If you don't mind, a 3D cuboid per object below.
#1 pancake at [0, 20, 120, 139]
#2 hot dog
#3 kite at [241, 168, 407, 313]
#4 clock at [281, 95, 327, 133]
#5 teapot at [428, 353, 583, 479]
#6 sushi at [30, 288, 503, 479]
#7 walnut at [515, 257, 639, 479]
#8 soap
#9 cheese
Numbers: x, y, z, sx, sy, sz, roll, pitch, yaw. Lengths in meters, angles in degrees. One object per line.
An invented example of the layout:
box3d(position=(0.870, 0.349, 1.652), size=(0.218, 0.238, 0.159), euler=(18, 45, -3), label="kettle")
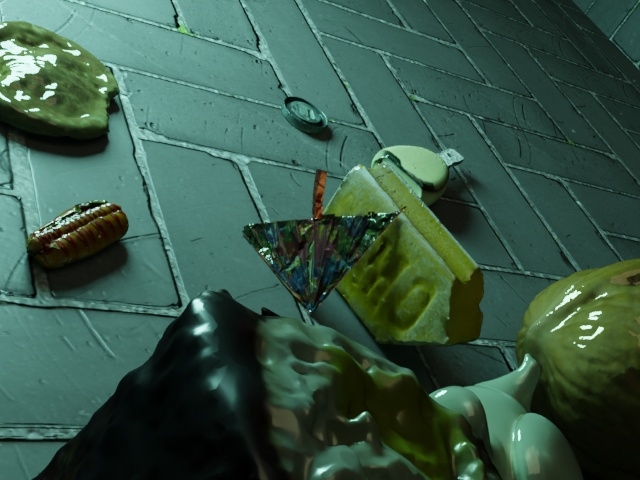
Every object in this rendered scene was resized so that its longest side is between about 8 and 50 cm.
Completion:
box3d(position=(-0.368, -0.217, 1.182), size=(0.222, 0.042, 0.236), euler=(35, 33, -5), label="pancake")
box3d(position=(-0.272, -0.010, 0.994), size=(0.062, 0.038, 0.144), euler=(41, 33, 11), label="hot dog")
box3d(position=(0.000, 0.000, 1.132), size=(0.009, 0.232, 0.189), euler=(23, 67, -64), label="kite")
box3d(position=(-0.028, -0.212, 1.499), size=(0.085, 0.017, 0.085), euler=(23, 33, -16), label="clock")
box3d(position=(0.162, 0.241, 0.861), size=(0.318, 0.149, 0.220), euler=(1, 71, -63), label="teapot")
box3d(position=(-0.048, 0.215, 0.607), size=(0.299, 0.294, 0.281), euler=(42, 17, -15), label="sushi")
box3d(position=(0.409, 0.167, 1.139), size=(0.332, 0.333, 0.333), euler=(23, 34, -16), label="walnut")
box3d(position=(0.102, 0.040, 1.144), size=(0.080, 0.160, 0.257), euler=(-7, 49, -44), label="soap")
box3d(position=(0.190, -0.128, 1.547), size=(0.127, 0.054, 0.251), euler=(43, 32, 15), label="cheese")
